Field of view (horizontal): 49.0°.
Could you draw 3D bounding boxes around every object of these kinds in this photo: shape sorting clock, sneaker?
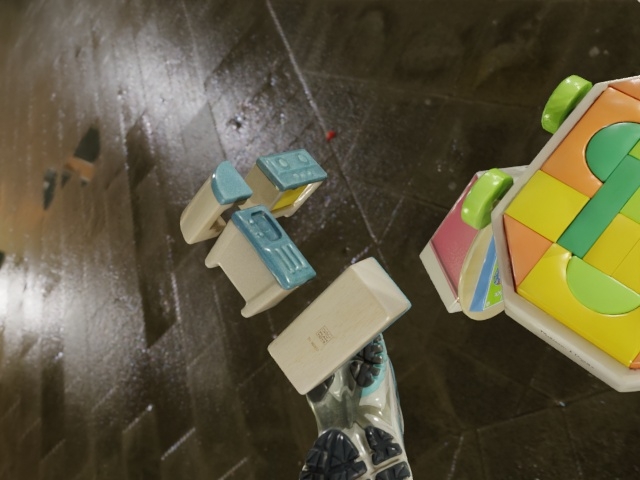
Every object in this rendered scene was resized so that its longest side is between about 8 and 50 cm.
[{"bbox_3d":[0.243,0.010,0.888,0.040,0.206,0.206,31,94,40],"label":"shape sorting clock"},{"bbox_3d":[0.047,0.211,0.664,0.110,0.122,0.283,-12,49,18],"label":"sneaker"}]

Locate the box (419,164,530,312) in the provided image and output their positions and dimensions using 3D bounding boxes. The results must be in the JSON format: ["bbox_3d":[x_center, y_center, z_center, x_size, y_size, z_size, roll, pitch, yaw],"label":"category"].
[{"bbox_3d":[0.289,0.000,1.147,0.232,0.149,0.127,115,139,-51],"label":"box"}]

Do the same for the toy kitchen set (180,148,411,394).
[{"bbox_3d":[0.000,0.000,0.647,0.207,0.166,0.122,52,123,12],"label":"toy kitchen set"}]

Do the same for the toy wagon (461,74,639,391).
[{"bbox_3d":[0.299,-0.047,0.581,0.267,0.068,0.344,37,81,27],"label":"toy wagon"}]
